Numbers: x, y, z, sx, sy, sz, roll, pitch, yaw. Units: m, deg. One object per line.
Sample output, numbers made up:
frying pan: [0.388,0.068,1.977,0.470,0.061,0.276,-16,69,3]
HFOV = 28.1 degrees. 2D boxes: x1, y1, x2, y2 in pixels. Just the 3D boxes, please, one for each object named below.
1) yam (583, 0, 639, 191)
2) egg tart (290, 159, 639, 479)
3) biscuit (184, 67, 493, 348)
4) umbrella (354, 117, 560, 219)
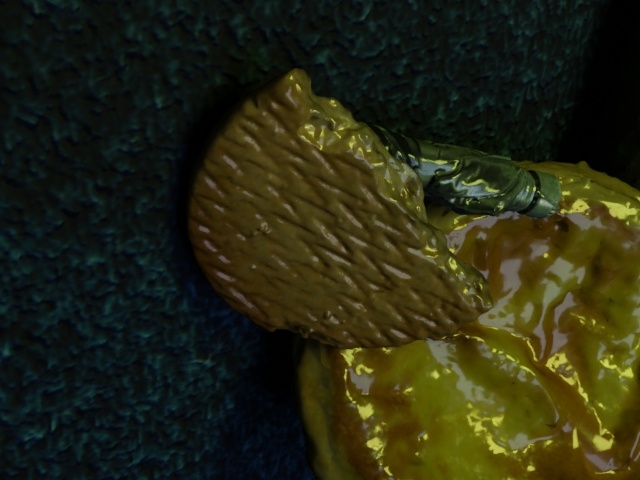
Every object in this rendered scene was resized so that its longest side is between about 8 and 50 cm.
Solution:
yam: [0.293,-0.077,0.986,0.168,0.168,0.304,-20,136,-37]
egg tart: [0.136,0.098,0.926,0.341,0.341,0.132,-44,-171,-10]
biscuit: [0.000,-0.001,0.779,0.144,0.033,0.224,-32,126,21]
umbrella: [0.069,-0.042,0.810,0.188,0.050,0.046,13,155,-27]
